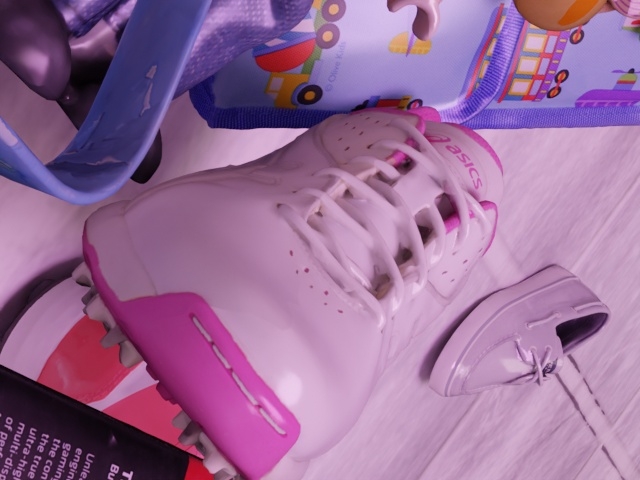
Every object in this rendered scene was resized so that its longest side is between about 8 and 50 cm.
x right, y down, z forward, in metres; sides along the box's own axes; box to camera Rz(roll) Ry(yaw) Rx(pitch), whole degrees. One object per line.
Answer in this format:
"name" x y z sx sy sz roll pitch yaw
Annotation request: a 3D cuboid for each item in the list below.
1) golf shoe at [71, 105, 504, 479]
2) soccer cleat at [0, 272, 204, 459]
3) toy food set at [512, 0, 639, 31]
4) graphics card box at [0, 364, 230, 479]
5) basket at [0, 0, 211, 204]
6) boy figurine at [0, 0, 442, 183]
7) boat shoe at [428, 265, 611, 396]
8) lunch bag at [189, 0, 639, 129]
"golf shoe" 0.000 0.000 0.613 0.140 0.115 0.306 -37 -176 7
"soccer cleat" -0.021 0.060 0.841 0.318 0.116 0.108 -12 131 -55
"toy food set" 0.130 -0.145 0.700 0.192 0.038 0.132 14 111 -38
"graphics card box" -0.198 0.109 0.446 0.371 0.094 0.232 34 73 -49
"basket" -0.054 -0.176 0.408 0.289 0.201 0.255 -63 156 -9
"boy figurine" 0.008 -0.147 0.591 0.285 0.092 0.177 -40 123 2
"boat shoe" 0.149 0.076 1.218 0.184 0.063 0.066 -21 137 -51
"lunch bag" 0.058 -0.167 0.738 0.293 0.138 0.221 -9 127 -39
